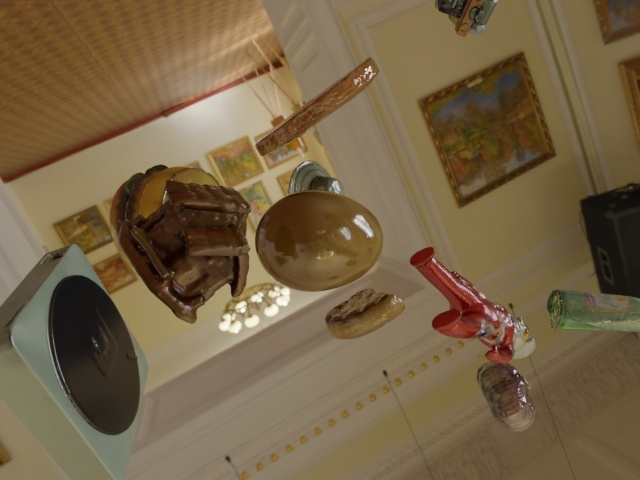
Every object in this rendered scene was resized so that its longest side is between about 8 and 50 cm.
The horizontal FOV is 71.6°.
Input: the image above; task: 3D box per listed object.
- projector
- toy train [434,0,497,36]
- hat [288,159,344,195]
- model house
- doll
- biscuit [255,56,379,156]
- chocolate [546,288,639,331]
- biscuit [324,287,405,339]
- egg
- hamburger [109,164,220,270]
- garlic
[{"bbox_3d":[-0.340,0.167,0.619,0.079,0.259,0.257,-21,-155,-3],"label":"projector"},{"bbox_3d":[0.246,-0.442,0.775,0.089,0.127,0.219,109,-5,-53],"label":"toy train"},{"bbox_3d":[0.020,-0.152,1.469,0.110,0.252,0.252,-5,-157,42],"label":"hat"},{"bbox_3d":[-0.228,-0.005,0.836,0.229,0.219,0.199,-43,-154,-6],"label":"model house"},{"bbox_3d":[0.302,0.149,0.832,0.099,0.384,0.188,-33,-132,24],"label":"doll"},{"bbox_3d":[-0.021,-0.386,1.325,0.455,0.078,0.350,-22,-162,42],"label":"biscuit"},{"bbox_3d":[0.739,0.182,1.112,0.291,0.110,0.110,2,-161,10],"label":"chocolate"},{"bbox_3d":[0.119,0.209,1.260,0.213,0.091,0.274,-28,-177,-1],"label":"biscuit"},{"bbox_3d":[0.000,0.000,1.099,0.322,0.250,0.250,-4,-172,-14],"label":"egg"},{"bbox_3d":[-0.518,-0.059,1.505,0.277,0.395,0.396,-7,-161,25],"label":"hamburger"},{"bbox_3d":[0.414,0.338,0.981,0.102,0.147,0.159,-26,-165,13],"label":"garlic"}]
